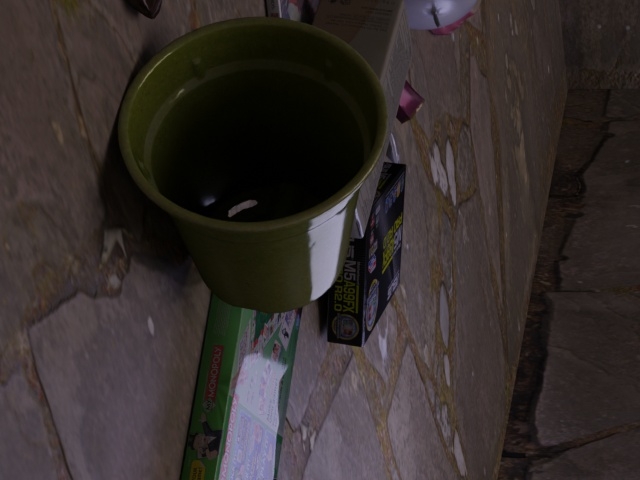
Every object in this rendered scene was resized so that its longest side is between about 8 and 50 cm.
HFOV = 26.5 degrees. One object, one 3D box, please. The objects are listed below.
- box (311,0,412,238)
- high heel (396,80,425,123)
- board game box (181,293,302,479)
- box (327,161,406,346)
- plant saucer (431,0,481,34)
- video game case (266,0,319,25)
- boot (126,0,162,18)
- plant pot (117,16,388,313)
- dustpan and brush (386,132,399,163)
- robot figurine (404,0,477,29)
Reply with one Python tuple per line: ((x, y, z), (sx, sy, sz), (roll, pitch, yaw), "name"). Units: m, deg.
((0.031, -0.175, 1.864), (0.148, 0.121, 0.311), (73, 30, -61), "box")
((0.055, -0.177, 2.083), (0.244, 0.117, 0.082), (-50, -169, -19), "high heel")
((-0.094, 0.191, 1.696), (0.213, 0.046, 0.317), (52, 42, -61), "board game box")
((0.075, 0.014, 2.129), (0.270, 0.060, 0.216), (-50, 144, -65), "box")
((0.264, -0.573, 2.684), (0.332, 0.084, 0.332), (2, 90, -72), "plant saucer")
((-0.028, -0.301, 1.899), (0.201, 0.023, 0.183), (-51, 139, -61), "video game case")
((-0.168, -0.273, 1.450), (0.106, 0.037, 0.114), (45, 45, -49), "boot")
((-0.062, -0.058, 1.487), (0.254, 0.276, 0.276), (84, 16, -57), "plant pot")
((0.091, -0.214, 2.209), (0.147, 0.060, 0.211), (-55, 142, -59), "dustpan and brush")
((0.171, -0.496, 2.208), (0.300, 0.200, 0.353), (151, -54, -70), "robot figurine")
